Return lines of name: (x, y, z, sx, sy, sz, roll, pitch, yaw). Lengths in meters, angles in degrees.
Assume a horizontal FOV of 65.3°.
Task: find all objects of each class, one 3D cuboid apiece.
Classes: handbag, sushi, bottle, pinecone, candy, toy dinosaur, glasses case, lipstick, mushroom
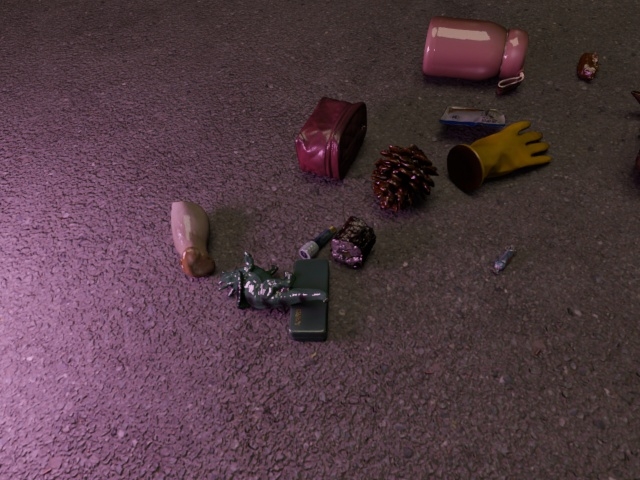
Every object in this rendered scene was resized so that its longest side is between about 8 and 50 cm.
handbag: (0.037, -0.269, 1.308, 0.135, 0.146, 0.225, 14, 51, 19)
sushi: (0.819, -0.531, 1.517, 0.060, 0.061, 0.118, 15, 73, 6)
bottle: (0.464, -0.555, 1.503, 0.296, 0.173, 0.207, 10, 84, 10)
pinecone: (0.195, -0.149, 1.198, 0.173, 0.174, 0.174, -2, 51, 3)
candy: (0.404, 0.041, 1.104, 0.083, 0.020, 0.030, -40, 58, -23)
toy dinosaur: (-0.095, 0.086, 1.046, 0.291, 0.079, 0.120, -4, 60, 27)
glasses case: (-0.021, 0.123, 1.060, 0.077, 0.039, 0.184, 0, 51, 4)
lipstick: (0.000, 0.000, 1.164, 0.037, 0.037, 0.116, 31, 56, 26)
sushi: (0.067, 0.004, 1.119, 0.098, 0.094, 0.084, 24, 59, 16)
mushroom: (-0.298, -0.013, 1.158, 0.088, 0.097, 0.213, -7, 50, -14)

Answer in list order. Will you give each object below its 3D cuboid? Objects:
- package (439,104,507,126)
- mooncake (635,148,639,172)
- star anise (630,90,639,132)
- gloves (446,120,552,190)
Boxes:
package: (0.423, -0.342, 1.375, 0.171, 0.027, 0.173, 10, 30, 17)
mooncake: (0.867, -0.267, 1.153, 0.161, 0.290, 0.290, 29, 58, 28)
star anise: (0.967, -0.347, 1.337, 0.271, 0.102, 0.272, -3, 77, 14)
gloves: (0.476, -0.224, 1.281, 0.294, 0.116, 0.133, -21, 80, -24)
